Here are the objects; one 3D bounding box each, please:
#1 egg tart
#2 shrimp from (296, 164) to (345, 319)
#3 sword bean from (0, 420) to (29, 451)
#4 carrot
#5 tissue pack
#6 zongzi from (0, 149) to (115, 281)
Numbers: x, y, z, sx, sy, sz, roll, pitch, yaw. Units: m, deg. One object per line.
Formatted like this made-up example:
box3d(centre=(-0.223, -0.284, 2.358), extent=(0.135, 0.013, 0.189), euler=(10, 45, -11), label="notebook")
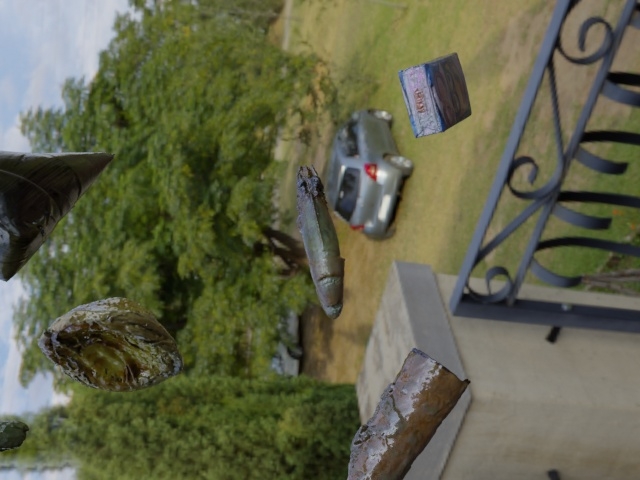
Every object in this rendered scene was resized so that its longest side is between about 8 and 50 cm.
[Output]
box3d(centre=(-0.352, 0.175, 1.199), extent=(0.232, 0.252, 0.098), euler=(-45, 35, 33), label="egg tart")
box3d(centre=(-0.001, 0.000, 1.153), extent=(0.145, 0.061, 0.267), euler=(81, 174, -80), label="shrimp")
box3d(centre=(-0.434, 0.209, 0.683), extent=(0.043, 0.270, 0.038), euler=(-47, 51, 46), label="sword bean")
box3d(centre=(0.101, 0.274, 0.938), extent=(0.263, 0.102, 0.102), euler=(-56, 2, -16), label="carrot")
box3d(centre=(0.192, -0.243, 1.148), extent=(0.155, 0.065, 0.115), euler=(-33, -71, -54), label="tissue pack")
box3d(centre=(-0.524, -0.116, 1.115), extent=(0.145, 0.274, 0.300), euler=(-54, 8, 47), label="zongzi")
